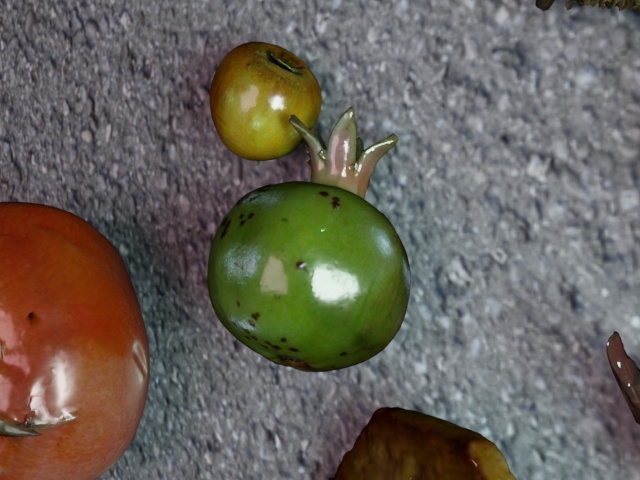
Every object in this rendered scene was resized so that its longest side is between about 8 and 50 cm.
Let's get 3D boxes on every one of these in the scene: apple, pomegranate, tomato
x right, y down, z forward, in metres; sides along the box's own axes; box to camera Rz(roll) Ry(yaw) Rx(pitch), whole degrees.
[{"bbox_3d":[-0.058,-0.133,0.825,0.114,0.099,0.102,48,122,24],"label":"apple"},{"bbox_3d":[0.000,0.000,0.747,0.181,0.181,0.224,8,75,39],"label":"pomegranate"},{"bbox_3d":[-0.331,0.128,0.958,0.341,0.273,0.341,-2,86,26],"label":"tomato"}]

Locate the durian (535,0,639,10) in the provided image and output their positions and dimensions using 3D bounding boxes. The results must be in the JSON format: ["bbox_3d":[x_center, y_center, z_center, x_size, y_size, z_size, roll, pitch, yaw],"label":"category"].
[{"bbox_3d":[0.204,-0.234,0.584,0.196,0.167,0.196,-28,58,59],"label":"durian"}]

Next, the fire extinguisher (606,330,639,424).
[{"bbox_3d":[0.325,0.156,0.501,0.341,0.105,0.141,25,139,36],"label":"fire extinguisher"}]

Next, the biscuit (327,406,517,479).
[{"bbox_3d":[0.089,0.310,0.688,0.359,0.046,0.359,0,90,61],"label":"biscuit"}]
